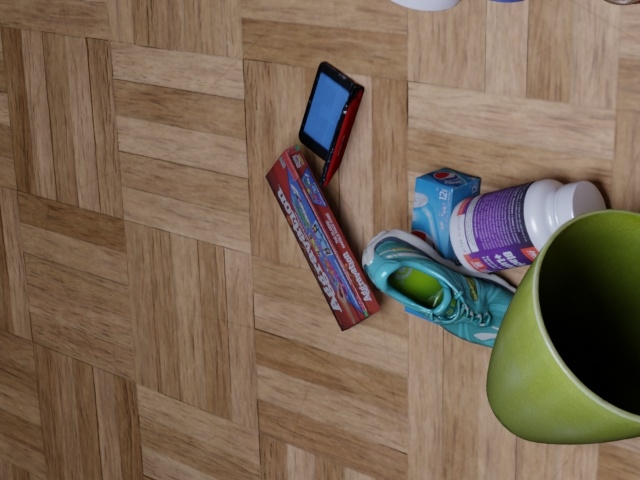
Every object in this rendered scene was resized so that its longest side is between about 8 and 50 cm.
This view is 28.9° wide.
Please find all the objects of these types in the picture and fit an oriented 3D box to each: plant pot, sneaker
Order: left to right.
[{"bbox_3d":[0.177,0.086,1.697,0.275,0.110,0.107,25,108,-15],"label":"sneaker"},{"bbox_3d":[0.329,0.148,1.571,0.274,0.275,0.293,56,150,13],"label":"plant pot"}]

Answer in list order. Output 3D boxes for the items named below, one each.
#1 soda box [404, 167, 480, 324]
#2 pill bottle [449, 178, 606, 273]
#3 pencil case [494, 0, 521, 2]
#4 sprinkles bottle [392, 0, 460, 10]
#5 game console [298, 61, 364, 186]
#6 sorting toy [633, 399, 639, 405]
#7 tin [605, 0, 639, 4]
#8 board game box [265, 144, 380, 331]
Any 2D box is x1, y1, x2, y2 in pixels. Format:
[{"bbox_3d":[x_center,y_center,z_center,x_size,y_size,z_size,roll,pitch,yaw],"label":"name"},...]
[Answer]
[{"bbox_3d":[0.173,0.008,1.775,0.067,0.071,0.210,20,118,37],"label":"soda box"},{"bbox_3d":[0.276,-0.022,1.643,0.194,0.108,0.108,-14,95,45],"label":"pill bottle"},{"bbox_3d":[0.247,-0.437,1.473,0.119,0.133,0.306,33,122,24],"label":"pencil case"},{"bbox_3d":[0.156,-0.469,1.555,0.121,0.121,0.355,36,135,29],"label":"sprinkles bottle"},{"bbox_3d":[0.004,-0.174,1.865,0.085,0.124,0.144,21,122,6],"label":"game console"},{"bbox_3d":[0.523,0.250,1.564,0.208,0.038,0.193,54,133,9],"label":"sorting toy"},{"bbox_3d":[0.352,-0.375,1.502,0.106,0.040,0.189,-27,86,49],"label":"tin"},{"bbox_3d":[0.000,0.000,1.926,0.281,0.027,0.145,63,162,6],"label":"board game box"}]
